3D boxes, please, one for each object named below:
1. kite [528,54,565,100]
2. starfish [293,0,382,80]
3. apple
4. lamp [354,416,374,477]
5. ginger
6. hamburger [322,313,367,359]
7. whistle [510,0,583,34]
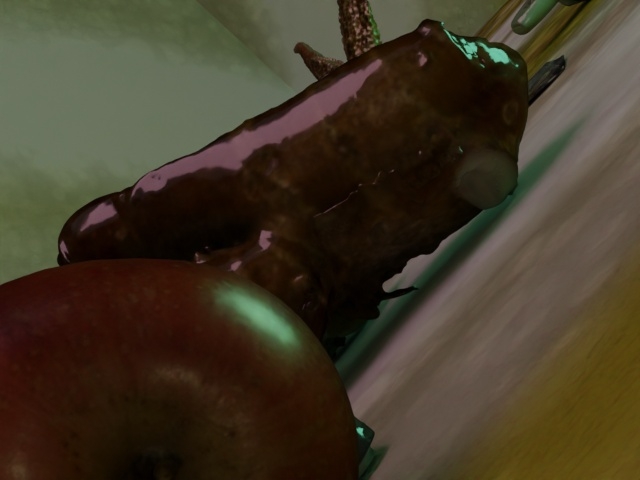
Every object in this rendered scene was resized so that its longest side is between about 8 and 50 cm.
[{"bbox_3d":[0.174,-0.111,1.688,0.245,0.015,0.141,-44,3,7],"label":"kite"},{"bbox_3d":[0.092,-0.236,2.273,0.132,0.384,0.398,-16,-28,-14],"label":"starfish"},{"bbox_3d":[-0.108,0.119,0.751,0.242,0.242,0.241,-49,12,-18],"label":"apple"},{"bbox_3d":[-0.089,0.217,0.973,0.269,0.047,0.266,-49,3,-17],"label":"lamp"},{"bbox_3d":[0.000,0.000,1.250,0.418,0.254,0.176,-29,-24,6],"label":"ginger"},{"bbox_3d":[-0.037,0.043,1.402,0.185,0.159,0.131,-26,-8,-38],"label":"hamburger"},{"bbox_3d":[0.321,-0.353,1.976,0.244,0.092,0.110,-47,14,-12],"label":"whistle"}]
